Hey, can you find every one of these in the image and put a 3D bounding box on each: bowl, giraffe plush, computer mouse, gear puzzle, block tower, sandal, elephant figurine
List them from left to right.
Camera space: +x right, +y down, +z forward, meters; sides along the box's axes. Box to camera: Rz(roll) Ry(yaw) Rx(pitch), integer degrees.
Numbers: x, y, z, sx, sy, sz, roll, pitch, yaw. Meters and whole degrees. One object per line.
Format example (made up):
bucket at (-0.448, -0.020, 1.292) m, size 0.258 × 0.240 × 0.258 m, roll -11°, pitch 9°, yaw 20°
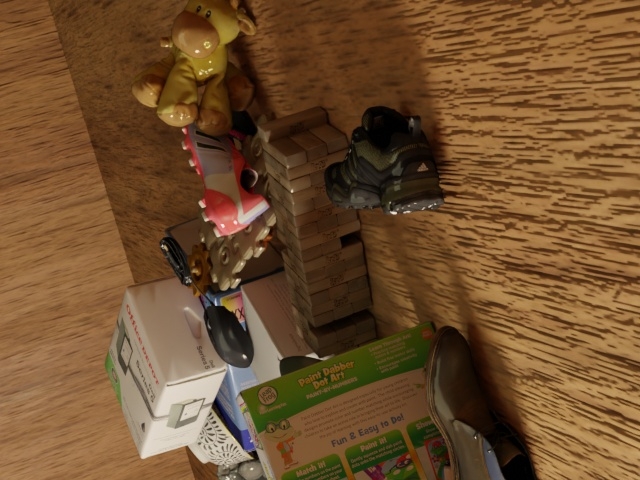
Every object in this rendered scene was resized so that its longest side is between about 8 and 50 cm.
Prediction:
computer mouse at (-0.183, 0.099, 1.882) m, size 0.242 × 0.041 × 0.071 m, roll 53°, pitch 151°, yaw 12°
giraffe plush at (-0.168, -0.286, 1.793) m, size 0.170 × 0.181 × 0.210 m, roll 113°, pitch 172°, yaw -51°
bowl at (-0.202, 0.353, 2.220) m, size 0.170 × 0.080 × 0.170 m, roll 51°, pitch 176°, yaw 5°
gear puzzle at (-0.123, -0.021, 1.861) m, size 0.339 × 0.044 × 0.175 m, roll -52°, pitch 45°, yaw 39°
sandal at (-0.118, -0.146, 1.922) m, size 0.067 × 0.040 × 0.179 m, roll 92°, pitch 154°, yaw -50°
elephant figurine at (-0.138, 0.378, 2.417) m, size 0.169 × 0.186 × 0.239 m, roll 27°, pitch -144°, yaw -45°
block tower at (0.000, 0.000, 1.620) m, size 0.097 × 0.091 × 0.335 m, roll -139°, pitch 34°, yaw -58°

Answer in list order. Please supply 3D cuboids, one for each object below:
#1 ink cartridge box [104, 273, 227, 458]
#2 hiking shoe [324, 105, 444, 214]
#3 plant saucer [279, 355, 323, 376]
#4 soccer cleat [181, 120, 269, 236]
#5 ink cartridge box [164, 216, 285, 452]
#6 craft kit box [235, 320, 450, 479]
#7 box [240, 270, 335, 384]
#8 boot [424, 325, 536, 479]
ink cartridge box at (-0.266, 0.213, 2.064) m, size 0.198 × 0.115 × 0.273 m, roll 63°, pitch 151°, yaw 26°
hiking shoe at (0.069, -0.092, 1.349) m, size 0.227 × 0.086 × 0.114 m, roll -169°, pitch 75°, yaw -65°
plant saucer at (0.062, 0.267, 1.583) m, size 0.317 × 0.044 × 0.317 m, roll 51°, pitch -175°, yaw -6°
soccer cleat at (-0.141, -0.107, 1.805) m, size 0.248 × 0.095 × 0.083 m, roll -108°, pitch -10°, yaw -45°
ink cartridge box at (-0.136, 0.178, 2.151) m, size 0.270 × 0.151 × 0.395 m, roll -133°, pitch 28°, yaw -55°
craft kit box at (0.061, 0.249, 1.414) m, size 0.061 × 0.250 × 0.246 m, roll 126°, pitch 124°, yaw -71°
box at (-0.030, 0.166, 1.841) m, size 0.181 × 0.119 × 0.182 m, roll 88°, pitch 157°, yaw -43°
boot at (0.182, 0.200, 1.328) m, size 0.106 × 0.082 × 0.219 m, roll 1°, pitch 105°, yaw 49°
